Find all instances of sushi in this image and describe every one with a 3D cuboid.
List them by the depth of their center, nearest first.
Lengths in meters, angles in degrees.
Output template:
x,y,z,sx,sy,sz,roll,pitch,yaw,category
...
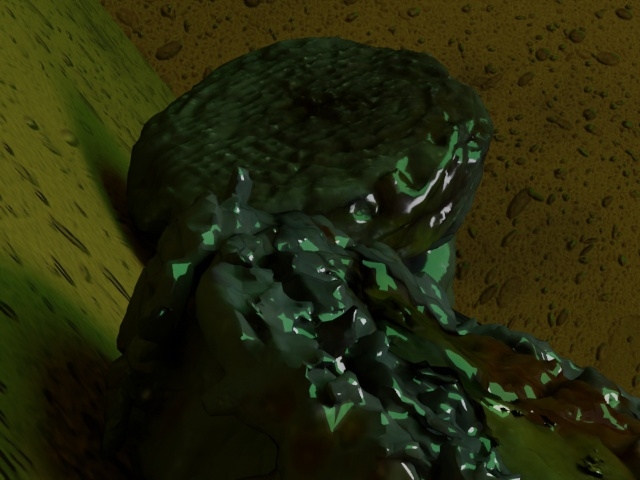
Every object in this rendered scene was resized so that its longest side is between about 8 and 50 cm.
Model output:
x,y,z,sx,sy,sz,roll,pitch,yaw,category
0.069,0.127,0.669,0.417,0.176,0.417,29,5,-3,sushi

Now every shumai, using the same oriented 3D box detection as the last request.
x,y,z,sx,sy,sz,roll,pitch,yaw,category
0.000,0.000,1.202,0.304,0.309,0.263,-121,-162,-58,shumai
